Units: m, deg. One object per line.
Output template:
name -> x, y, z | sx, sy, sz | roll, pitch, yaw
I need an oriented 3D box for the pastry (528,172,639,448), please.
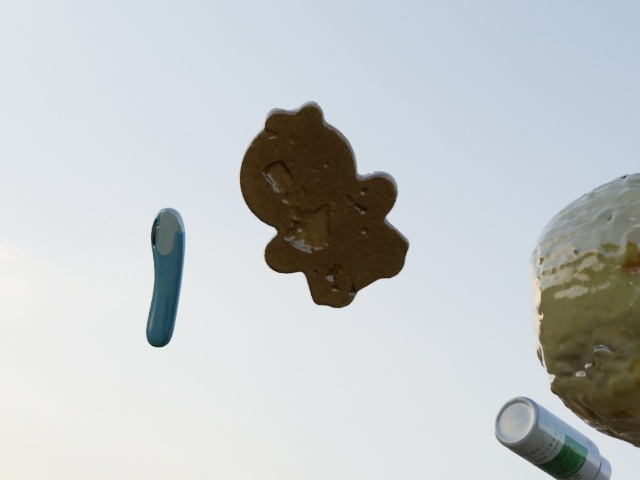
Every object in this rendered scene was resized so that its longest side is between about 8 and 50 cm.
pastry -> 0.468, 0.094, 1.659 | 0.312, 0.389, 0.388 | -16, -35, 31

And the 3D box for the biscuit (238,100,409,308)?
biscuit -> -0.003, -0.043, 1.463 | 0.249, 0.184, 0.035 | 55, 6, -10

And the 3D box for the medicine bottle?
medicine bottle -> 0.399, 0.351, 2.081 | 0.095, 0.095, 0.260 | -9, -32, 44

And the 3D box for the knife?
knife -> -0.243, 0.059, 1.924 | 0.064, 0.222, 0.031 | 9, 6, 24
